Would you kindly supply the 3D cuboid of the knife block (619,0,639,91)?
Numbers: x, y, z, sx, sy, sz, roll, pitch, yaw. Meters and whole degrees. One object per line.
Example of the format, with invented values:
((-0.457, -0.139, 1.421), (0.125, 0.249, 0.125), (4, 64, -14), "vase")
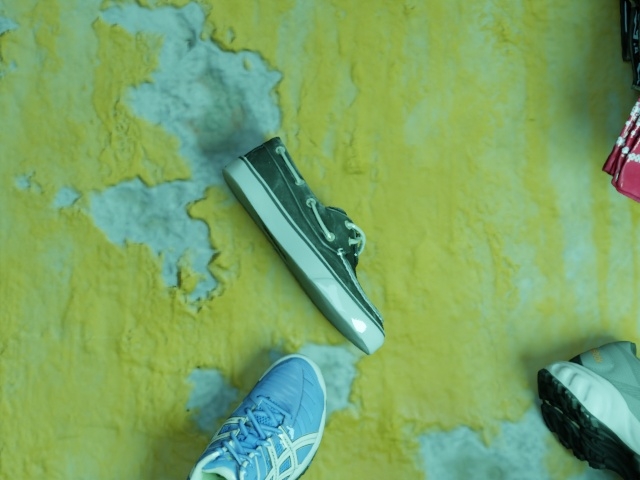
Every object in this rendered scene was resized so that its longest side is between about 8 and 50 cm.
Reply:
((0.313, -0.270, 1.724), (0.088, 0.275, 0.242), (-4, 42, 0), "knife block")

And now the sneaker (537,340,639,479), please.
((0.295, 0.174, 1.613), (0.108, 0.100, 0.271), (-28, 50, -18), "sneaker")

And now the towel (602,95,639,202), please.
((0.382, -0.134, 1.682), (0.199, 0.031, 0.275), (23, 99, -21), "towel")

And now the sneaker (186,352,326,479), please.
((-0.058, 0.187, 1.657), (0.080, 0.081, 0.211), (25, 73, 11), "sneaker")

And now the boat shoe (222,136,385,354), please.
((0.000, 0.000, 1.720), (0.070, 0.078, 0.219), (-34, 72, -8), "boat shoe")
